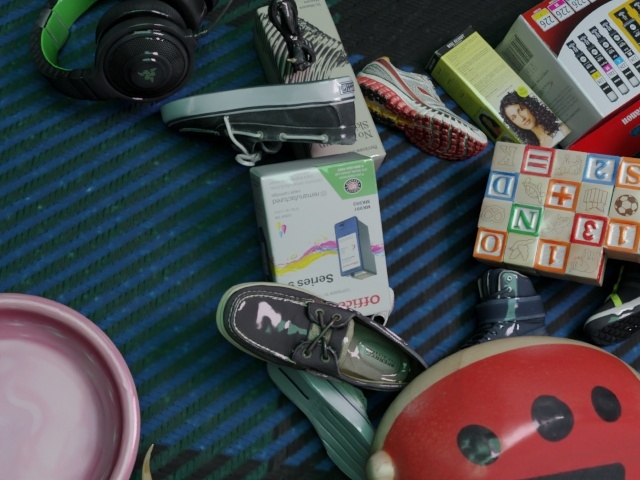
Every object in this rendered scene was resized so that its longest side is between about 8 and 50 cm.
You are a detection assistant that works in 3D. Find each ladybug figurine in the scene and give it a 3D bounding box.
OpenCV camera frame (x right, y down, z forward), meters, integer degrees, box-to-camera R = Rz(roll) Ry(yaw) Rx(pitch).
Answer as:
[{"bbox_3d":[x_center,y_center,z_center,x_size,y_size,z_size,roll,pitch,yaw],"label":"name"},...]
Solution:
[{"bbox_3d":[0.272,0.276,0.994,0.450,0.162,0.304,-2,93,-21],"label":"ladybug figurine"}]

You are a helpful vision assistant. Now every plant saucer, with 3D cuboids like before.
[{"bbox_3d":[-0.386,0.232,0.973,0.332,0.084,0.331,3,70,-9],"label":"plant saucer"}]

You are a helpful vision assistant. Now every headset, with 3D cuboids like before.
[{"bbox_3d":[-0.211,-0.290,1.124,0.395,0.185,0.243,0,60,23],"label":"headset"}]

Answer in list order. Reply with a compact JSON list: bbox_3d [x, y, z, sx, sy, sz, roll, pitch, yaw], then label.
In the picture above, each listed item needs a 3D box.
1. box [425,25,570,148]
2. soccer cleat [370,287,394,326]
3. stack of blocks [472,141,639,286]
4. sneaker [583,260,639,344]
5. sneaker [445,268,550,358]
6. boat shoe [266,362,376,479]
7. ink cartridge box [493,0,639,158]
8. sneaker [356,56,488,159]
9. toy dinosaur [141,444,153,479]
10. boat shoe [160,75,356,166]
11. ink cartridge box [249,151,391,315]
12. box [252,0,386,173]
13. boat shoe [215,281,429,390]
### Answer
[{"bbox_3d":[0.277,-0.222,1.266,0.087,0.058,0.232,-40,82,-20],"label":"box"},{"bbox_3d":[0.086,0.101,1.131,0.029,0.035,0.083,25,69,-1],"label":"soccer cleat"},{"bbox_3d":[0.379,-0.027,1.114,0.297,0.087,0.171,10,84,23],"label":"stack of blocks"},{"bbox_3d":[0.470,0.072,1.207,0.235,0.084,0.097,-25,54,-19],"label":"sneaker"},{"bbox_3d":[0.216,0.126,1.113,0.226,0.086,0.163,-7,83,-23],"label":"sneaker"},{"bbox_3d":[0.029,0.218,1.056,0.226,0.083,0.076,51,42,8],"label":"boat shoe"},{"bbox_3d":[0.484,-0.290,1.291,0.310,0.130,0.271,-34,82,-19],"label":"ink cartridge box"},{"bbox_3d":[0.159,-0.205,1.223,0.225,0.088,0.092,33,64,-1],"label":"sneaker"},{"bbox_3d":[-0.206,0.354,0.992,0.093,0.053,0.183,-24,84,-33],"label":"toy dinosaur"},{"bbox_3d":[-0.088,-0.158,1.103,0.307,0.113,0.104,-1,104,26],"label":"boat shoe"},{"bbox_3d":[0.000,0.000,1.074,0.155,0.093,0.212,-10,105,-13],"label":"ink cartridge box"},{"bbox_3d":[-0.007,-0.215,1.190,0.113,0.094,0.275,-18,75,-15],"label":"box"},{"bbox_3d":[0.012,0.121,0.995,0.285,0.092,0.102,24,76,-24],"label":"boat shoe"}]
